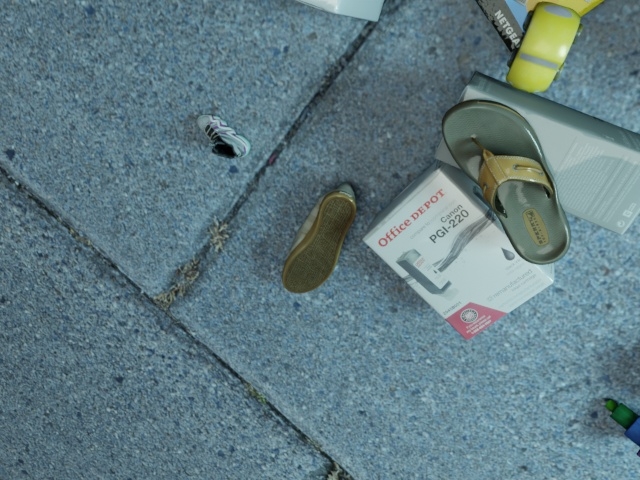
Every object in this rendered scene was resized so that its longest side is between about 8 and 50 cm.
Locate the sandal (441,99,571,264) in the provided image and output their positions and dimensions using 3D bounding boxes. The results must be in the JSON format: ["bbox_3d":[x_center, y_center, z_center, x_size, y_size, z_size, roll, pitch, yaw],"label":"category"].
[{"bbox_3d":[0.210,-0.057,0.578,0.090,0.060,0.219,-22,106,29],"label":"sandal"}]

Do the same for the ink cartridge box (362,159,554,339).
[{"bbox_3d":[0.193,0.009,0.740,0.218,0.092,0.158,45,120,-1],"label":"ink cartridge box"}]

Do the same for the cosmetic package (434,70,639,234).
[{"bbox_3d":[0.272,-0.113,0.636,0.238,0.127,0.107,26,121,6],"label":"cosmetic package"}]

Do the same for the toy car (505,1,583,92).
[{"bbox_3d":[0.289,-0.290,0.537,0.225,0.053,0.238,-10,109,22],"label":"toy car"}]

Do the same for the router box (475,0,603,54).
[{"bbox_3d":[0.236,-0.322,0.599,0.133,0.046,0.179,-34,99,28],"label":"router box"}]

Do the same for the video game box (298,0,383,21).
[{"bbox_3d":[-0.032,-0.312,0.614,0.187,0.205,0.048,21,115,10],"label":"video game box"}]

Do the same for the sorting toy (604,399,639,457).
[{"bbox_3d":[0.507,0.151,0.701,0.126,0.127,0.365,42,128,33],"label":"sorting toy"}]

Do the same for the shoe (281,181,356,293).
[{"bbox_3d":[0.000,0.000,0.834,0.077,0.058,0.219,22,125,-13],"label":"shoe"}]

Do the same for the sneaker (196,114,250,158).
[{"bbox_3d":[-0.162,-0.160,0.808,0.098,0.069,0.038,32,120,5],"label":"sneaker"}]
